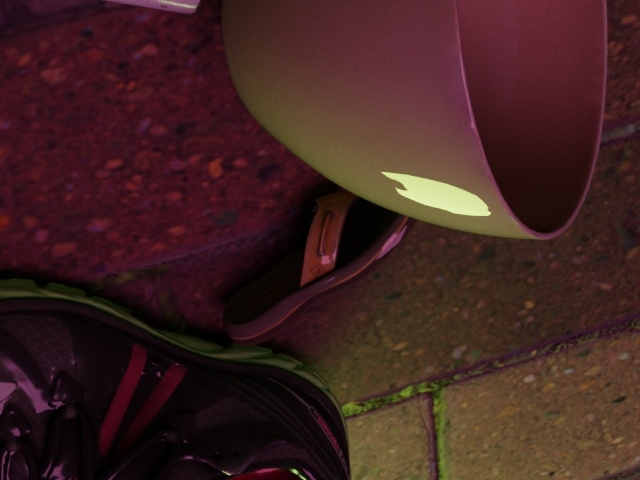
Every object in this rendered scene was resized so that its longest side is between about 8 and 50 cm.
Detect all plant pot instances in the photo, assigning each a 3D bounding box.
[{"bbox_3d":[0.050,-0.140,0.926,0.190,0.284,0.284,-1,143,26],"label":"plant pot"}]

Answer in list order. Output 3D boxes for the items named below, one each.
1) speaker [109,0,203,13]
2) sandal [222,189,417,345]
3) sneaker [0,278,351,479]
[{"bbox_3d":[-0.141,-0.179,0.925,0.136,0.055,0.055,5,129,-27],"label":"speaker"},{"bbox_3d":[0.000,0.000,1.153,0.219,0.090,0.060,-34,114,19],"label":"sandal"},{"bbox_3d":[-0.163,0.165,1.134,0.482,0.202,0.185,10,126,-31],"label":"sneaker"}]
